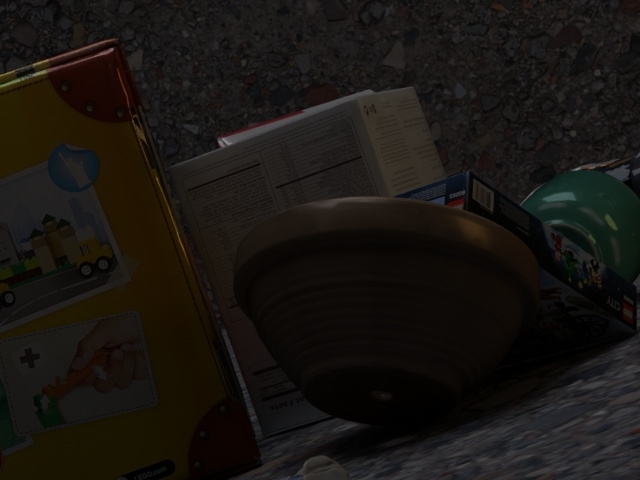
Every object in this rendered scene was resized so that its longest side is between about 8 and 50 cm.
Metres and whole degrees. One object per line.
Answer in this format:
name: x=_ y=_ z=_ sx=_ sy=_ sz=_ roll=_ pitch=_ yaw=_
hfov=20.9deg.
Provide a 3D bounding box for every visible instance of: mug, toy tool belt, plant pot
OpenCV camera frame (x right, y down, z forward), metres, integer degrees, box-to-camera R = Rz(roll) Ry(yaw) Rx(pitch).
mug: x=0.243 y=0.019 z=1.659 sx=0.129 sy=0.157 sz=0.097 roll=6 pitch=18 yaw=22
toy tool belt: x=-0.019 y=0.162 z=1.002 sx=0.083 sy=0.052 sz=0.051 roll=-16 pitch=-32 yaw=-33
plant pot: x=0.047 y=0.069 z=1.315 sx=0.237 sy=0.109 sz=0.237 roll=5 pitch=-28 yaw=3

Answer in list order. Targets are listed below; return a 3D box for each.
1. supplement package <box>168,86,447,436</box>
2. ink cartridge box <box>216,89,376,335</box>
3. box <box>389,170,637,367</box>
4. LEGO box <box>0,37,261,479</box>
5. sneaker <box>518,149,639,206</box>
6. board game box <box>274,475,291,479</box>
supplement package: x=0.020 y=0.015 z=1.625 sx=0.198 sy=0.262 sz=0.199 roll=-19 pitch=1 yaw=20
ink cartridge box: x=0.000 y=0.000 z=1.939 sx=0.207 sy=0.283 sz=0.117 roll=-20 pitch=41 yaw=-24
box: x=0.125 y=0.031 z=1.395 sx=0.159 sy=0.044 sz=0.233 roll=-19 pitch=-36 yaw=38
LEGO box: x=-0.344 y=0.090 z=1.469 sx=0.500 sy=0.372 sz=0.193 roll=-19 pitch=1 yaw=-6
sneaker: x=0.374 y=-0.046 z=2.039 sx=0.321 sy=0.126 sz=0.127 roll=-18 pitch=-4 yaw=-3
board game box: x=-0.068 y=0.186 z=1.143 sx=0.090 sy=0.020 sz=0.090 roll=-18 pitch=1 yaw=14
